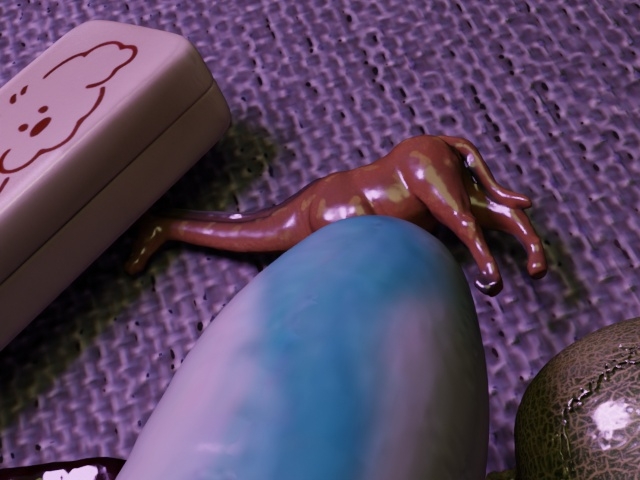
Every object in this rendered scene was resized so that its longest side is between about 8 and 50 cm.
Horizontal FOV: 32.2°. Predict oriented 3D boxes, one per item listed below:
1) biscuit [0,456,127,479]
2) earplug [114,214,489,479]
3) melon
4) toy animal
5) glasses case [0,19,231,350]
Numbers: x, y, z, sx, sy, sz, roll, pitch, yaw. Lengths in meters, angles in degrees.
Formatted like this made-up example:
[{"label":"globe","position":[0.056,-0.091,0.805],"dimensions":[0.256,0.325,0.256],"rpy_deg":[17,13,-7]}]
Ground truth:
[{"label":"biscuit","position":[-0.124,0.297,0.492],"dimensions":[0.407,0.091,0.407],"rpy_deg":[-4,53,6]},{"label":"earplug","position":[-0.009,0.122,0.455],"dimensions":[0.185,0.185,0.324],"rpy_deg":[10,49,18]},{"label":"melon","position":[0.174,0.104,0.541],"dimensions":[0.192,0.139,0.139],"rpy_deg":[-10,53,10]},{"label":"toy animal","position":[0.000,0.000,0.704],"dimensions":[0.224,0.066,0.230],"rpy_deg":[-41,58,-1]},{"label":"glasses case","position":[-0.217,-0.012,0.723],"dimensions":[0.144,0.076,0.336],"rpy_deg":[19,58,44]}]
